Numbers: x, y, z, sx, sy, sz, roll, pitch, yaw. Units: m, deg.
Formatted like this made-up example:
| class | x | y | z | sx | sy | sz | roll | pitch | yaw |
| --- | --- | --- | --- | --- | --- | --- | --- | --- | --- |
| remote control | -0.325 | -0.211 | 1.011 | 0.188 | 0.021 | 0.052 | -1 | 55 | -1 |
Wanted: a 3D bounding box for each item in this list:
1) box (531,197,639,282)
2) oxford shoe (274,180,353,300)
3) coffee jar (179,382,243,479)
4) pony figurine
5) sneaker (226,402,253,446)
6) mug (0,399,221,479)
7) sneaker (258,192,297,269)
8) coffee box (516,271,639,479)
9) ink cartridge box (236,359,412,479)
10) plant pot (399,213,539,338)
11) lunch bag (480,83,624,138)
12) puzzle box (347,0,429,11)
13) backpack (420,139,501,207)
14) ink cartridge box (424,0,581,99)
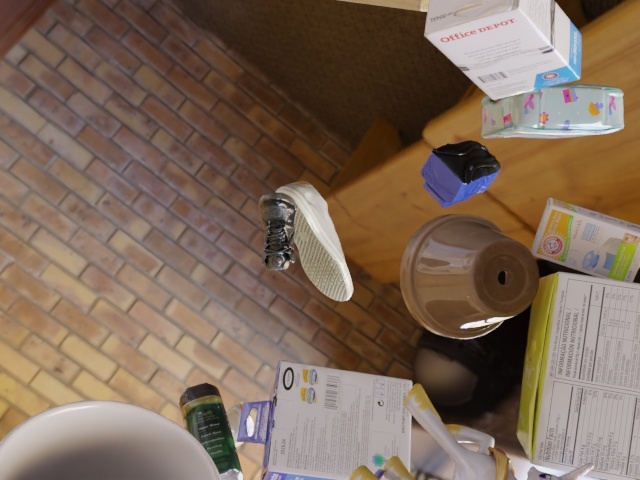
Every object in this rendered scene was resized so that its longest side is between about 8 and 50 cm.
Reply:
| class | x | y | z | sx | sy | sz | roll | pitch | yaw |
| --- | --- | --- | --- | --- | --- | --- | --- | --- | --- |
| box | 0.542 | 0.001 | 1.558 | 0.203 | 0.114 | 0.103 | 20 | -164 | 11 |
| oxford shoe | 0.000 | 0.000 | 2.393 | 0.169 | 0.130 | 0.449 | -4 | 124 | 39 |
| coffee jar | -0.196 | 0.350 | 1.367 | 0.096 | 0.079 | 0.184 | 93 | 159 | -52 |
| pony figurine | 0.234 | 0.448 | 1.276 | 0.363 | 0.351 | 0.303 | 21 | 152 | 39 |
| sneaker | -0.285 | 0.570 | 2.192 | 0.099 | 0.121 | 0.262 | 46 | 124 | 21 |
| mug | -0.252 | 0.435 | 0.949 | 0.374 | 0.276 | 0.328 | 29 | 121 | 13 |
| sneaker | -0.095 | -0.015 | 1.757 | 0.087 | 0.130 | 0.227 | -2 | 152 | -3 |
| coffee box | 0.559 | 0.252 | 1.434 | 0.334 | 0.338 | 0.337 | 8 | 176 | 10 |
| ink cartridge box | 0.008 | 0.446 | 1.828 | 0.395 | 0.270 | 0.151 | 10 | 148 | -7 |
| plant pot | 0.316 | 0.070 | 1.535 | 0.263 | 0.263 | 0.229 | 39 | 169 | -10 |
| lunch bag | 0.493 | -0.279 | 1.683 | 0.279 | 0.108 | 0.224 | -1 | -175 | -11 |
| puzzle box | 0.217 | -0.477 | 1.487 | 0.272 | 0.409 | 0.052 | 22 | 116 | 41 |
| backpack | 0.244 | -0.119 | 1.350 | 0.098 | 0.120 | 0.101 | 53 | 145 | 19 |
| ink cartridge box | 0.268 | -0.298 | 1.118 | 0.148 | 0.086 | 0.203 | -6 | 156 | 40 |
